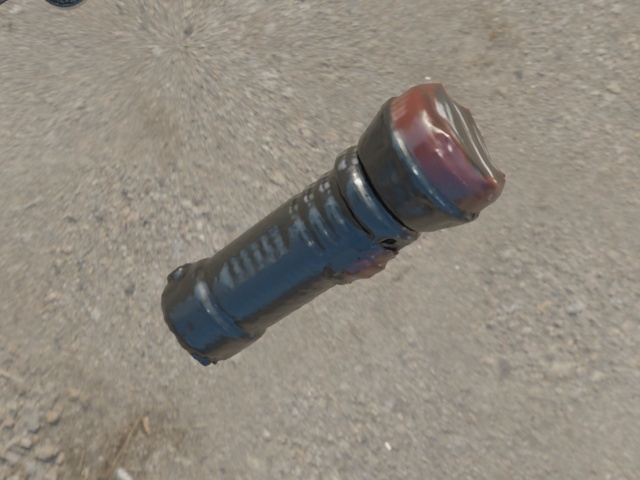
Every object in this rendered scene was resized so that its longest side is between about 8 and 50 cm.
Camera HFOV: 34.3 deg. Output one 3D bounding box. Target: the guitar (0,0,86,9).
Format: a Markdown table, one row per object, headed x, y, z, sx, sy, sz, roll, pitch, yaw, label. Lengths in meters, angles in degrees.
| x | y | z | sx | sy | sz | roll | pitch | yaw | label |
| --- | --- | --- | --- | --- | --- | --- | --- | --- | --- |
| -0.209 | -0.185 | 0.738 | 0.233 | 0.025 | 0.088 | -35 | 102 | -5 | guitar |

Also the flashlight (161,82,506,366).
| x | y | z | sx | sy | sz | roll | pitch | yaw | label |
| --- | --- | --- | --- | --- | --- | --- | --- | --- | --- |
| 0.000 | 0.000 | 0.642 | 0.232 | 0.093 | 0.093 | -37 | 104 | 24 | flashlight |
